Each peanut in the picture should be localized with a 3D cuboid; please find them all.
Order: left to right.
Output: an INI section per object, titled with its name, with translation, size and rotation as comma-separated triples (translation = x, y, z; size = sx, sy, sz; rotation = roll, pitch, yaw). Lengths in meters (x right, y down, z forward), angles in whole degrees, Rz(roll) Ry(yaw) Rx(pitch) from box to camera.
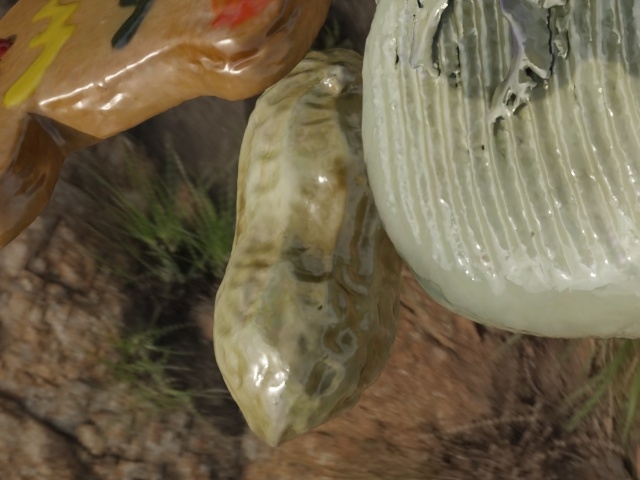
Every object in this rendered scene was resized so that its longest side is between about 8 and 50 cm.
[peanut]
translation = 0.000, 0.000, 1.100
size = 0.140, 0.153, 0.325
rotation = 17, 53, -12

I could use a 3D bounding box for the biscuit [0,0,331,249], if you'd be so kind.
[biscuit]
translation = -0.104, -0.063, 0.565
size = 0.250, 0.036, 0.165
rotation = -25, 33, 22

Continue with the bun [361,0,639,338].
[bun]
translation = 0.146, -0.076, 0.800
size = 0.273, 0.168, 0.272
rotation = -4, 85, 49
